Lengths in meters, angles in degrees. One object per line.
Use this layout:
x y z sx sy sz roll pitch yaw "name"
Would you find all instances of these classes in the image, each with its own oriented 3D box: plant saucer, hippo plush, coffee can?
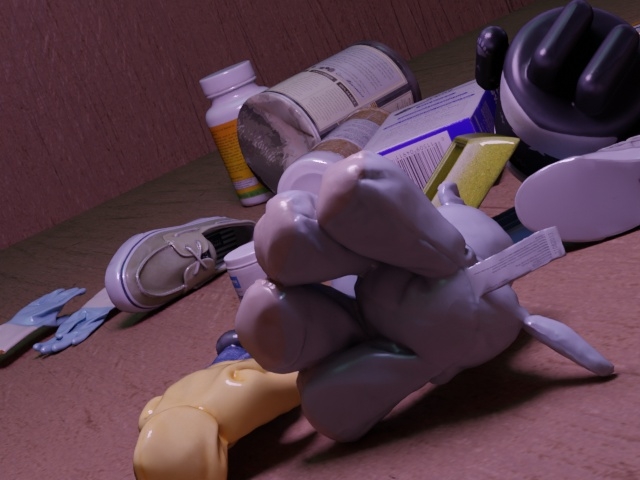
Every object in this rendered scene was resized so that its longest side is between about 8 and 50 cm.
0.143 -0.048 1.618 0.188 0.045 0.188 -58 4 4 "plant saucer"
0.082 0.013 1.260 0.294 0.234 0.236 -19 12 19 "hippo plush"
0.018 -0.215 2.550 0.275 0.201 0.201 -32 14 -39 "coffee can"

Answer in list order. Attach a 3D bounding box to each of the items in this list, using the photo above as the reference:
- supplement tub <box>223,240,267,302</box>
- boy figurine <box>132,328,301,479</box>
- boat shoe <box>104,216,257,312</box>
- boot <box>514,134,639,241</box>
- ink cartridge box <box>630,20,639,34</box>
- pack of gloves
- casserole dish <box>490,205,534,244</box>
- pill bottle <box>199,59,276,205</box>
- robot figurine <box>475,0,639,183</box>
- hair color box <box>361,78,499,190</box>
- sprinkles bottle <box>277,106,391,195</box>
-0.061 0.056 1.668 0.071 0.107 0.071 -22 11 5 "supplement tub"
-0.083 0.154 1.300 0.177 0.092 0.285 -18 13 20 "boy figurine"
-0.198 0.020 2.125 0.094 0.109 0.302 -13 12 34 "boat shoe"
0.338 -0.065 1.543 0.258 0.095 0.123 -12 7 11 "boot"
0.493 -0.245 1.874 0.272 0.130 0.309 -24 5 -8 "ink cartridge box"
-0.392 0.132 2.194 0.195 0.046 0.232 -3 23 30 "pack of gloves"
0.225 -0.012 1.615 0.188 0.037 0.114 -25 12 -17 "casserole dish"
-0.129 -0.199 2.650 0.136 0.245 0.136 -22 11 5 "pill bottle"
0.291 -0.163 1.668 0.174 0.209 0.278 -17 -21 -5 "robot figurine"
0.176 -0.141 2.140 0.185 0.110 0.339 -20 13 18 "hair color box"
0.040 -0.114 2.236 0.121 0.121 0.355 -18 12 21 "sprinkles bottle"
